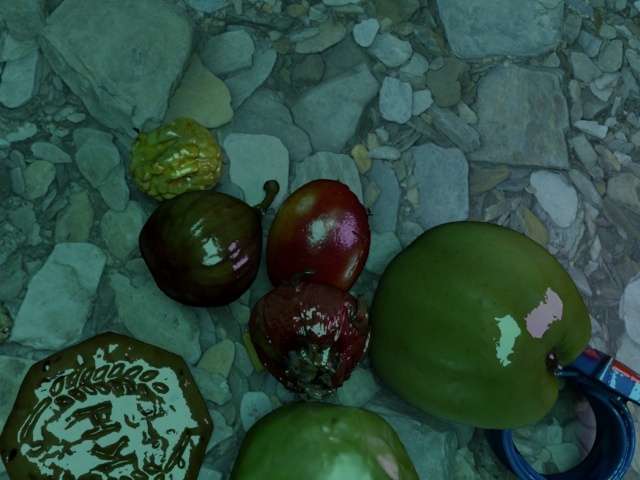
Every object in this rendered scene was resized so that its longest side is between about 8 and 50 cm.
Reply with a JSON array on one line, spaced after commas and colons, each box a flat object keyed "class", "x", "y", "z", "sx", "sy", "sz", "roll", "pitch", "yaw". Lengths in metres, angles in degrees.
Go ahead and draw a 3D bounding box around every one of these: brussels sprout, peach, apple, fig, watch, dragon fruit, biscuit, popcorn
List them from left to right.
[{"class": "biscuit", "x": -0.362, "y": 0.335, "z": 1.152, "sx": 0.359, "sy": 0.046, "sz": 0.359, "roll": 2, "pitch": 75, "yaw": -8}, {"class": "popcorn", "x": -0.273, "y": -0.152, "z": 1.256, "sx": 0.180, "sy": 0.180, "sz": 0.170, "roll": -36, "pitch": 110, "yaw": -17}, {"class": "fig", "x": -0.165, "y": -0.027, "z": 1.220, "sx": 0.217, "sy": 0.217, "sz": 0.321, "roll": 42, "pitch": 53, "yaw": 3}, {"class": "dragon fruit", "x": -0.018, "y": 0.188, "z": 1.140, "sx": 0.218, "sy": 0.224, "sz": 0.148, "roll": 30, "pitch": 36, "yaw": -21}, {"class": "peach", "x": 0.000, "y": 0.000, "z": 1.223, "sx": 0.196, "sy": 0.190, "sz": 0.226, "roll": 18, "pitch": 90, "yaw": -20}, {"class": "brussels sprout", "x": 0.009, "y": 0.407, "z": 1.098, "sx": 0.327, "sy": 0.247, "sz": 0.328, "roll": 0, "pitch": 85, "yaw": 2}, {"class": "apple", "x": 0.280, "y": 0.136, "z": 1.192, "sx": 0.311, "sy": 0.360, "sz": 0.320, "roll": -2, "pitch": 110, "yaw": -45}, {"class": "watch", "x": 0.406, "y": 0.306, "z": 1.216, "sx": 0.305, "sy": 0.241, "sz": 0.275, "roll": 23, "pitch": 86, "yaw": 5}]

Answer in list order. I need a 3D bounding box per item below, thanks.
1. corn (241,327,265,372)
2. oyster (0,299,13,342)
[{"class": "corn", "x": -0.123, "y": 0.201, "z": 1.240, "sx": 0.028, "sy": 0.027, "sz": 0.083, "roll": -13, "pitch": 77, "yaw": -47}, {"class": "oyster", "x": -0.640, "y": 0.133, "z": 1.144, "sx": 0.209, "sy": 0.072, "sz": 0.133, "roll": 25, "pitch": 75, "yaw": -4}]
